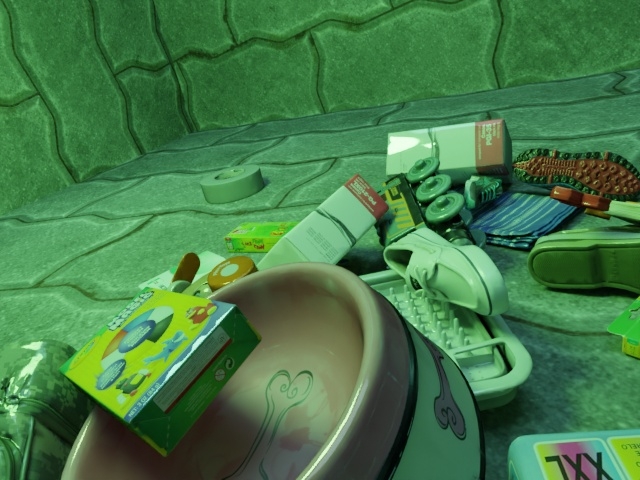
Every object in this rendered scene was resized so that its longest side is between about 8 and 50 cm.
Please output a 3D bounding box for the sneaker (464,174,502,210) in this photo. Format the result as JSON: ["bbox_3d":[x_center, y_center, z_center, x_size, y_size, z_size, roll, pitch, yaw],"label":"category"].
[{"bbox_3d":[0.370,-0.112,1.091,0.076,0.065,0.166,3,26,27],"label":"sneaker"}]

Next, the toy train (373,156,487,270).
[{"bbox_3d":[0.202,-0.043,0.987,0.190,0.142,0.334,-31,28,15],"label":"toy train"}]

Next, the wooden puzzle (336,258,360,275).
[{"bbox_3d":[0.041,0.069,0.991,0.078,0.014,0.116,3,28,24],"label":"wooden puzzle"}]

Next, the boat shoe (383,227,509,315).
[{"bbox_3d":[0.167,0.045,0.703,0.088,0.096,0.267,-20,22,-8],"label":"boat shoe"}]

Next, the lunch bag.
[{"bbox_3d":[-0.385,0.279,0.516,0.305,0.213,0.256,-13,40,2],"label":"lunch bag"}]

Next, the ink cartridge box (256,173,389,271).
[{"bbox_3d":[0.000,0.000,0.936,0.237,0.100,0.172,-43,0,-38],"label":"ink cartridge box"}]

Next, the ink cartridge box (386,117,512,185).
[{"bbox_3d":[0.332,-0.211,1.237,0.282,0.117,0.207,-1,-6,27],"label":"ink cartridge box"}]

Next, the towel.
[{"bbox_3d":[0.381,-0.068,1.090,0.243,0.040,0.336,-28,27,-33],"label":"towel"}]

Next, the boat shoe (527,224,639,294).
[{"bbox_3d":[0.485,0.023,0.734,0.302,0.113,0.103,8,32,36],"label":"boat shoe"}]

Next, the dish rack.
[{"bbox_3d":[0.114,0.147,0.702,0.285,0.072,0.333,-13,23,3],"label":"dish rack"}]

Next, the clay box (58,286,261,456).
[{"bbox_3d":[-0.173,0.112,0.484,0.222,0.053,0.127,2,42,46],"label":"clay box"}]

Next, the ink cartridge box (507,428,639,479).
[{"bbox_3d":[0.271,0.283,0.217,0.269,0.151,0.395,-9,25,10],"label":"ink cartridge box"}]

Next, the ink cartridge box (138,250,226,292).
[{"bbox_3d":[-0.259,0.102,1.028,0.181,0.056,0.224,-30,27,-32],"label":"ink cartridge box"}]

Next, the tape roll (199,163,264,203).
[{"bbox_3d":[-0.315,-0.204,1.727,0.219,0.072,0.219,-12,23,5],"label":"tape roll"}]

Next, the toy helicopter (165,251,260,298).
[{"bbox_3d":[-0.261,0.143,0.843,0.355,0.140,0.235,-34,34,-20],"label":"toy helicopter"}]

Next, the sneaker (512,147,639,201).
[{"bbox_3d":[0.575,-0.151,1.087,0.261,0.104,0.125,19,9,26],"label":"sneaker"}]

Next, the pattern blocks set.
[{"bbox_3d":[0.533,-0.026,0.724,0.324,0.026,0.285,10,9,-40],"label":"pattern blocks set"}]

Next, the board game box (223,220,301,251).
[{"bbox_3d":[-0.143,-0.009,1.228,0.181,0.043,0.092,-1,27,28],"label":"board game box"}]

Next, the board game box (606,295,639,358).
[{"bbox_3d":[0.501,0.133,0.573,0.124,0.039,0.259,-26,29,-29],"label":"board game box"}]

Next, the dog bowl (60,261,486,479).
[{"bbox_3d":[-0.064,0.184,0.475,0.407,0.150,0.408,-25,27,14],"label":"dog bowl"}]
